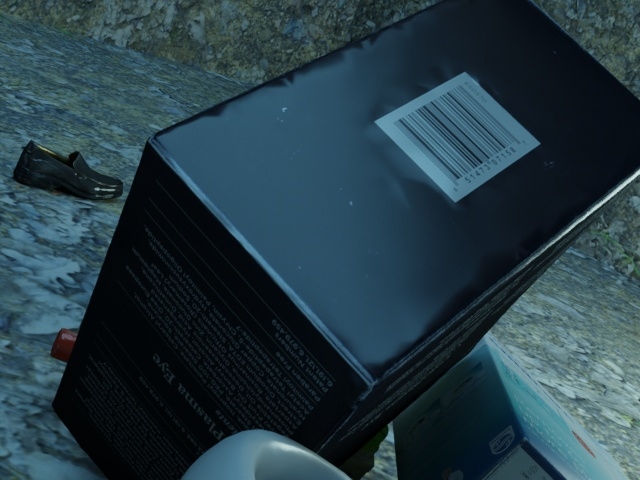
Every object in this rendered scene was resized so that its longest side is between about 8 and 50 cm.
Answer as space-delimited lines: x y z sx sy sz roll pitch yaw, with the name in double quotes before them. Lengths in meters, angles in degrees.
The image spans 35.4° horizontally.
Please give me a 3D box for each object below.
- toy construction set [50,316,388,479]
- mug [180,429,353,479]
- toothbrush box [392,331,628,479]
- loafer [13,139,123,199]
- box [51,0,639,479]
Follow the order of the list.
"toy construction set" -0.080 0.136 0.888 0.327 0.151 0.215 12 41 -8
"mug" 0.074 0.232 0.443 0.374 0.276 0.328 46 8 -9
"toothbrush box" 0.178 0.220 0.853 0.216 0.126 0.295 45 9 -6
"loafer" -0.369 -0.103 1.502 0.170 0.061 0.062 11 17 -38
"box" 0.022 0.025 0.702 0.179 0.312 0.343 46 49 13
